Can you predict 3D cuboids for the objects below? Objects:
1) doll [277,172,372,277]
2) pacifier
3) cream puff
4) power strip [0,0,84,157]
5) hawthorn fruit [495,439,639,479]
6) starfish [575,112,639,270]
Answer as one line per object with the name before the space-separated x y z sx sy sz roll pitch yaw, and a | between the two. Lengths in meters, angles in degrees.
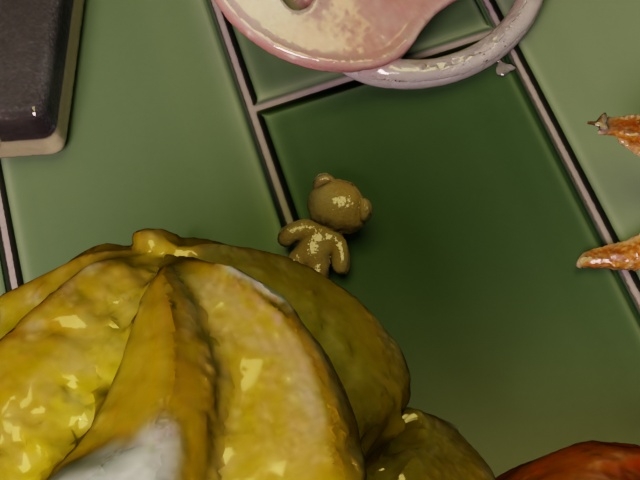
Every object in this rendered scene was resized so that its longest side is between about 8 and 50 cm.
doll | -0.001 -0.002 0.804 0.062 0.051 0.093 27 70 13
pacifier | 0.058 -0.280 0.858 0.332 0.273 0.220 -31 46 -10
cream puff | -0.087 0.144 0.554 0.378 0.378 0.275 -21 76 -4
power strip | -0.267 -0.181 0.927 0.105 0.070 0.256 -5 60 8
hawthorn fruit | 0.218 0.179 0.643 0.286 0.165 0.165 -17 60 -20
starfish | 0.325 -0.030 0.748 0.294 0.084 0.301 -12 73 4
